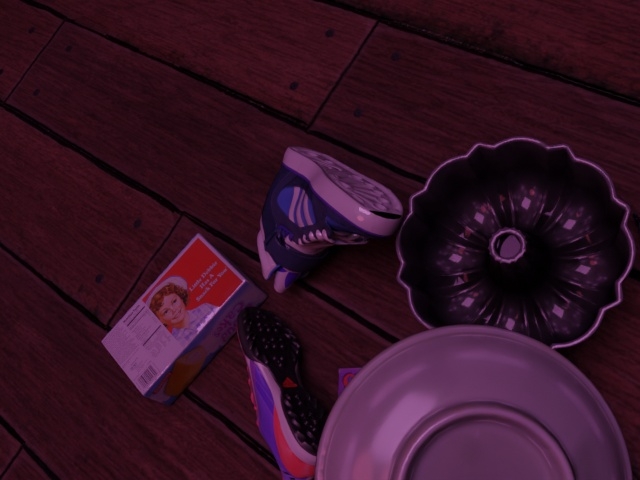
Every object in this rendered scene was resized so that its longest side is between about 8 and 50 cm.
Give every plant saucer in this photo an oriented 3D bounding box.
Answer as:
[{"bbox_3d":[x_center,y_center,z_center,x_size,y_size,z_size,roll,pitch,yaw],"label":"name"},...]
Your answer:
[{"bbox_3d":[0.190,0.303,0.888,0.400,0.100,0.401,0,84,2],"label":"plant saucer"}]

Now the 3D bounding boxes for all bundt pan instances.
[{"bbox_3d":[0.283,0.024,1.069,0.330,0.124,0.331,-8,70,22],"label":"bundt pan"}]

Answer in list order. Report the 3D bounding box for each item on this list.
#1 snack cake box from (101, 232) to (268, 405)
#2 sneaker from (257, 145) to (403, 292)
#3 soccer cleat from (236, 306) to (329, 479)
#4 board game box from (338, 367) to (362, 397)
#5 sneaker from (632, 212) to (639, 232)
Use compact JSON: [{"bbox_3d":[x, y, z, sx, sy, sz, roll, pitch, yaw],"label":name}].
[{"bbox_3d":[-0.243,0.139,1.308,0.264,0.089,0.152,-48,56,-2],"label":"snack cake box"},{"bbox_3d":[-0.001,0.000,1.197,0.323,0.130,0.236,42,119,53],"label":"sneaker"},{"bbox_3d":[-0.076,0.243,1.186,0.116,0.108,0.318,-58,44,30],"label":"soccer cleat"},{"bbox_3d":[0.190,0.286,1.078,0.346,0.056,0.208,-6,70,21],"label":"board game box"},{"bbox_3d":[0.563,-0.038,1.037,0.223,0.083,0.098,-18,57,17],"label":"sneaker"}]
